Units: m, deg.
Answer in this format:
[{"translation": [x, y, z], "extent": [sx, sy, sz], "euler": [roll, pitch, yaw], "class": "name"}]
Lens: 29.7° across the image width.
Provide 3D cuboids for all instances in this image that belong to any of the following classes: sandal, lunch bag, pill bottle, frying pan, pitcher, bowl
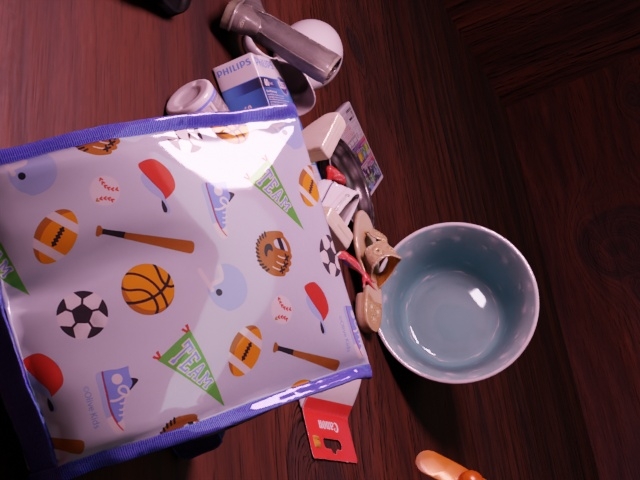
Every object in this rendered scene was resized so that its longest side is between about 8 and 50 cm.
[{"translation": [0.114, 0.052, 2.214], "extent": [0.088, 0.079, 0.240], "euler": [34, 50, -52], "class": "sandal"}, {"translation": [-0.154, 0.198, 1.417], "extent": [0.098, 0.067, 0.065], "euler": [60, 20, -20], "class": "lunch bag"}, {"translation": [-0.159, -0.162, 1.765], "extent": [0.137, 0.078, 0.078], "euler": [56, 23, -34], "class": "pill bottle"}, {"translation": [0.080, -0.068, 2.359], "extent": [0.326, 0.053, 0.197], "euler": [50, 28, -46], "class": "frying pan"}, {"translation": [-0.051, -0.345, 2.218], "extent": [0.178, 0.125, 0.207], "euler": [47, 36, -14], "class": "pitcher"}, {"translation": [0.258, 0.135, 2.323], "extent": [0.163, 0.311, 0.311], "euler": [73, 1, -74], "class": "bowl"}, {"translation": [-0.179, 0.050, 1.235], "extent": [0.385, 0.239, 0.328], "euler": [-14, 84, -48], "class": "lunch bag"}]

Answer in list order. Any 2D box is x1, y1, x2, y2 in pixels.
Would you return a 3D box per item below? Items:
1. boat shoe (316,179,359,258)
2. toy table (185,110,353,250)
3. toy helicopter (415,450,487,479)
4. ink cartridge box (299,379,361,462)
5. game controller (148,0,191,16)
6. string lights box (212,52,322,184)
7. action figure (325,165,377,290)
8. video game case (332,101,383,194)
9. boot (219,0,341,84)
[{"translation": [0.000, 0.000, 1.906], "extent": [0.083, 0.076, 0.226], "euler": [69, 36, -59], "class": "boat shoe"}, {"translation": [-0.075, -0.072, 1.682], "extent": [0.274, 0.161, 0.252], "euler": [39, 61, -46], "class": "toy table"}, {"translation": [0.281, 0.425, 1.920], "extent": [0.140, 0.355, 0.235], "euler": [-90, 169, -46], "class": "toy helicopter"}, {"translation": [0.018, 0.228, 1.881], "extent": [0.181, 0.056, 0.224], "euler": [27, 44, -63], "class": "ink cartridge box"}, {"translation": [-0.240, -0.438, 1.743], "extent": [0.319, 0.067, 0.166], "euler": [31, 77, -76], "class": "game controller"}, {"translation": [-0.079, -0.174, 1.998], "extent": [0.259, 0.077, 0.133], "euler": [70, 18, 3], "class": "string lights box"}, {"translation": [0.023, 0.006, 2.061], "extent": [0.139, 0.091, 0.280], "euler": [48, 26, -26], "class": "action figure"}, {"translation": [0.069, -0.184, 2.498], "extent": [0.183, 0.023, 0.201], "euler": [65, 18, -11], "class": "video game case"}, {"translation": [-0.059, -0.350, 2.069], "extent": [0.208, 0.076, 0.189], "euler": [22, 26, 0], "class": "boot"}]
